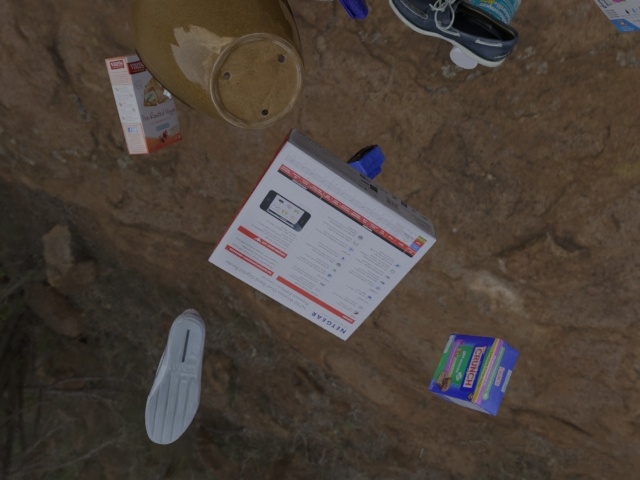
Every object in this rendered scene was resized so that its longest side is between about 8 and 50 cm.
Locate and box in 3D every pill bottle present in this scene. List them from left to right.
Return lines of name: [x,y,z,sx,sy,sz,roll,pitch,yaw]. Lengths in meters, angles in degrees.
pill bottle: [0.502,-0.667,1.679,0.146,0.264,0.146,28,172,5]

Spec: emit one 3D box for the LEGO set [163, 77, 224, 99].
LEGO set: [-0.182,-0.332,1.158,0.132,0.287,0.107,11,97,47]

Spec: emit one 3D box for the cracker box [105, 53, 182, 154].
cracker box: [-0.437,-0.348,1.363,0.067,0.156,0.232,1,114,20]

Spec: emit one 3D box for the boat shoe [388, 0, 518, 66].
boat shoe: [0.248,-0.417,1.014,0.254,0.095,0.079,35,163,4]

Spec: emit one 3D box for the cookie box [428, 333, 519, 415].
cookie box: [0.206,0.178,0.736,0.040,0.092,0.107,32,163,-17]

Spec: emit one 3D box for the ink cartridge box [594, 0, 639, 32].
ink cartridge box: [0.774,-0.655,1.315,0.232,0.171,0.168,35,96,-21]

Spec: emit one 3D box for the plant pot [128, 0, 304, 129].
plant pot: [-0.118,-0.257,0.731,0.254,0.237,0.237,-125,26,-46]

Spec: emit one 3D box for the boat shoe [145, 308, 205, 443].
boat shoe: [-0.232,0.225,0.910,0.083,0.076,0.226,18,98,-10]

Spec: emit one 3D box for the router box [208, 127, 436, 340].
router box: [0.000,0.000,1.060,0.335,0.082,0.301,33,116,-13]

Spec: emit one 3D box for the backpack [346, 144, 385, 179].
backpack: [0.155,-0.257,1.810,0.098,0.120,0.101,1,130,54]

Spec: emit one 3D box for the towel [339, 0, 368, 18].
towel: [0.046,-0.890,1.771,0.076,0.228,0.308,-23,139,25]
